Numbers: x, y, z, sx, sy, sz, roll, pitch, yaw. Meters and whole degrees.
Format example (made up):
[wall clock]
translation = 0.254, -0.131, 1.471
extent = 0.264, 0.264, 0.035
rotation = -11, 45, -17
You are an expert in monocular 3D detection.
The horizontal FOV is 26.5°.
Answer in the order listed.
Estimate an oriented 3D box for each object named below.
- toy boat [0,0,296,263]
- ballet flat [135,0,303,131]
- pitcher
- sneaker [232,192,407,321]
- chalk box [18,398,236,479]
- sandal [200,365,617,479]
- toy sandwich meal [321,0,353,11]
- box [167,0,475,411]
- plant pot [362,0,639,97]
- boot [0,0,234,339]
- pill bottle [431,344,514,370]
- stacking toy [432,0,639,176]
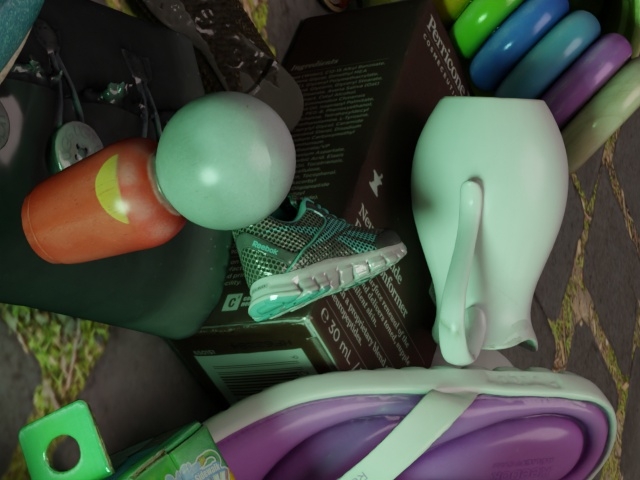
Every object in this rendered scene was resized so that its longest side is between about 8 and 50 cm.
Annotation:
[toy boat]
translation = -0.145, -0.108, 0.605
extent = 0.318, 0.148, 0.267
rotation = 50, 36, -36
[ballet flat]
translation = -0.094, -0.180, 1.064
extent = 0.084, 0.058, 0.250
rotation = -44, 126, -11
[pitcher]
translation = 0.127, -0.009, 1.070
extent = 0.178, 0.125, 0.207
rotation = -11, 104, -74
[sneaker]
translation = 0.000, 0.000, 0.940
extent = 0.166, 0.065, 0.076
rotation = -15, 80, -57
[chalk box]
translation = -0.123, 0.205, 0.840
extent = 0.213, 0.132, 0.132
rotation = 60, 34, -4
[sandal]
translation = 0.056, 0.177, 0.996
extent = 0.416, 0.102, 0.169
rotation = -11, 121, -23
[toy sandwich meal]
translation = 0.018, -0.259, 1.291
extent = 0.085, 0.029, 0.086
rotation = 15, 73, -59
[box]
translation = 0.025, -0.011, 1.161
extent = 0.191, 0.143, 0.381
rotation = 59, 37, -38
[plant pot]
translation = 0.205, -0.259, 1.431
extent = 0.254, 0.276, 0.276
rotation = -52, 131, -66
[boot]
translation = -0.211, 0.015, 0.749
extent = 0.445, 0.146, 0.367
rotation = 16, 73, -64
[pill bottle]
translation = 0.084, 0.222, 1.200
extent = 0.162, 0.162, 0.278
rotation = 65, 35, -32
[stacking toy]
translation = 0.151, -0.214, 1.262
extent = 0.330, 0.141, 0.141
rotation = 44, 34, 5
